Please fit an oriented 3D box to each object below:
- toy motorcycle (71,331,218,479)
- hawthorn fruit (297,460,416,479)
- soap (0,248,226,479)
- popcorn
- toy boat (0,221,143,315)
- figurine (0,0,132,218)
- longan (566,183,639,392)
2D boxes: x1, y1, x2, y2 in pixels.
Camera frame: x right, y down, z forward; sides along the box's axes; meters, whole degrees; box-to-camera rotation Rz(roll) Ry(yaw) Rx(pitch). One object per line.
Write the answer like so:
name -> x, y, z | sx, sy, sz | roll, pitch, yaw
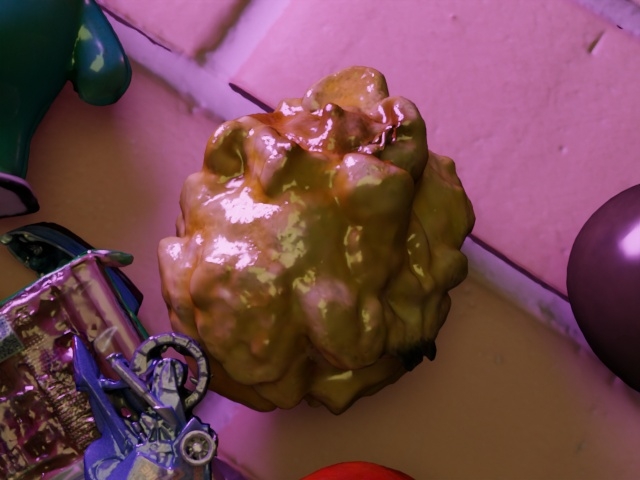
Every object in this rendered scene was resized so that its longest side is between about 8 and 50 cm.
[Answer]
toy motorcycle -> -0.131, 0.169, 1.036 | 0.114, 0.076, 0.205 | -3, 86, -3
hawthorn fruit -> 0.019, 0.258, 1.024 | 0.211, 0.299, 0.211 | -12, 51, 16
soap -> -0.186, 0.166, 1.114 | 0.218, 0.098, 0.273 | -30, 88, -8
popcorn -> 0.000, 0.000, 1.130 | 0.215, 0.252, 0.286 | 2, 35, 40
toy boat -> -0.215, 0.034, 1.197 | 0.137, 0.060, 0.061 | 41, 52, 6
figurine -> -0.316, -0.200, 1.179 | 0.323, 0.231, 0.340 | 6, 75, -13
longan -> 0.314, 0.036, 1.140 | 0.220, 0.196, 0.196 | -15, 74, 1
